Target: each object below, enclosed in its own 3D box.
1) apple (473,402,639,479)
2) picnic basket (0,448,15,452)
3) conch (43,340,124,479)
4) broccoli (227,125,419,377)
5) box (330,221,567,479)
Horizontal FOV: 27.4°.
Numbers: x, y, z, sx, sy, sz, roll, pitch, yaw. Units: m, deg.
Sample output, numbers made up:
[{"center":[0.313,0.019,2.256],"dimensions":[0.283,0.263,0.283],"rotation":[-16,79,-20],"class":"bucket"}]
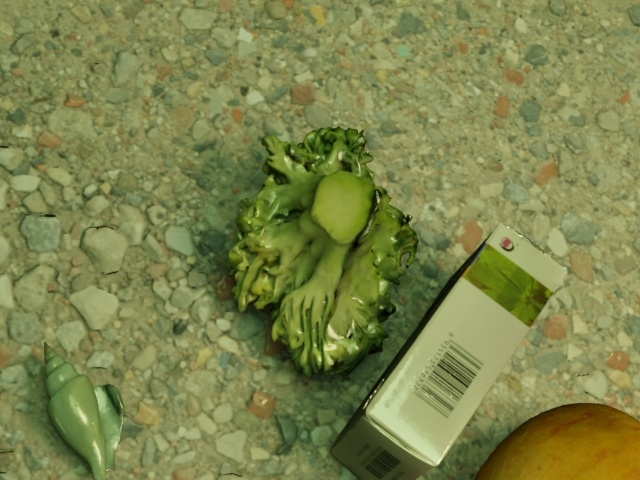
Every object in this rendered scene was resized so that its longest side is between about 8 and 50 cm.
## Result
[{"center":[0.308,0.335,1.486],"dimensions":[0.299,0.299,0.275],"rotation":[39,81,5],"class":"apple"},{"center":[-0.398,0.233,1.499],"dimensions":[0.083,0.065,0.083],"rotation":[1,63,7],"class":"picnic basket"},{"center":[-0.282,0.198,1.543],"dimensions":[0.065,0.088,0.180],"rotation":[-30,81,24],"class":"conch"},{"center":[0.000,0.000,1.574],"dimensions":[0.248,0.245,0.288],"rotation":[-32,73,-12],"class":"broccoli"},{"center":[0.149,0.146,1.569],"dimensions":[0.106,0.200,0.299],"rotation":[38,66,3],"class":"box"}]
